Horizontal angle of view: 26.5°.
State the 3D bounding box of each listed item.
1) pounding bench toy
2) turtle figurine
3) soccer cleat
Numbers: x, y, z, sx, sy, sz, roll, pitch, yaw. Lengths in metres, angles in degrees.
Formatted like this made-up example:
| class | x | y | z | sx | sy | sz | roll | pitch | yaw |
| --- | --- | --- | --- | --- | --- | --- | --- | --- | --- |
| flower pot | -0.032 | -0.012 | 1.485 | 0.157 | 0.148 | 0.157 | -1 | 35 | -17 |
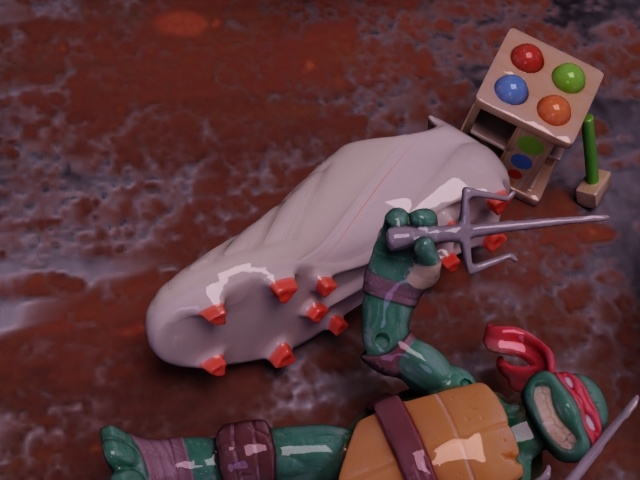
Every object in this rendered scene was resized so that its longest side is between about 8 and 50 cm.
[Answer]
| class | x | y | z | sx | sy | sz | roll | pitch | yaw |
| --- | --- | --- | --- | --- | --- | --- | --- | --- | --- |
| pounding bench toy | 0.117 | -0.057 | 0.683 | 0.083 | 0.065 | 0.052 | 26 | 59 | 3 |
| turtle figurine | 0.039 | 0.089 | 0.555 | 0.234 | 0.118 | 0.175 | -23 | 52 | -6 |
| soccer cleat | 0.000 | 0.000 | 0.632 | 0.196 | 0.068 | 0.076 | -24 | 53 | -24 |
